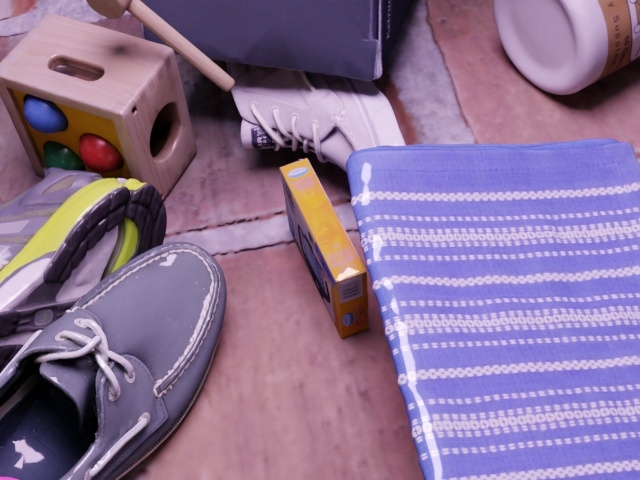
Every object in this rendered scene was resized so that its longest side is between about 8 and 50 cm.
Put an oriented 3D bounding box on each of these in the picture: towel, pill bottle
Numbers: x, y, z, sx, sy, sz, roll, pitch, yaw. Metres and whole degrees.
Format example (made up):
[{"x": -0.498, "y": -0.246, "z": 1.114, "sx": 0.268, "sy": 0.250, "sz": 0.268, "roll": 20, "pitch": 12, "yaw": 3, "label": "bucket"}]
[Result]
[{"x": 0.162, "y": 0.060, "z": 0.636, "sx": 0.243, "sy": 0.040, "sz": 0.336, "roll": -2, "pitch": 53, "yaw": -16, "label": "towel"}, {"x": 0.286, "y": -0.239, "z": 0.874, "sx": 0.229, "sy": 0.131, "sz": 0.131, "roll": -30, "pitch": 57, "yaw": -17, "label": "pill bottle"}]

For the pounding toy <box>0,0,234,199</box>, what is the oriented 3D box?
[{"x": -0.168, "y": -0.119, "z": 0.769, "sx": 0.181, "sy": 0.206, "sz": 0.094, "roll": 19, "pitch": 57, "yaw": 17, "label": "pounding toy"}]

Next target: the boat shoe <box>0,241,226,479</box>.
[{"x": -0.159, "y": 0.110, "z": 0.639, "sx": 0.116, "sy": 0.099, "sz": 0.319, "roll": 39, "pitch": 58, "yaw": 0, "label": "boat shoe"}]

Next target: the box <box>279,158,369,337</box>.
[{"x": 0.000, "y": 0.000, "z": 0.747, "sx": 0.028, "sy": 0.081, "sz": 0.136, "roll": -21, "pitch": 54, "yaw": -11, "label": "box"}]

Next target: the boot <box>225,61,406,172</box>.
[{"x": -0.006, "y": -0.094, "z": 0.823, "sx": 0.123, "sy": 0.095, "sz": 0.258, "roll": -20, "pitch": 46, "yaw": -3, "label": "boot"}]

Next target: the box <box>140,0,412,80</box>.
[{"x": -0.003, "y": -0.370, "z": 0.838, "sx": 0.211, "sy": 0.294, "sz": 0.395, "roll": 9, "pitch": 39, "yaw": 11, "label": "box"}]

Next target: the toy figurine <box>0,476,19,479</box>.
[{"x": -0.136, "y": 0.187, "z": 0.430, "sx": 0.130, "sy": 0.159, "sz": 0.173, "roll": -30, "pitch": 23, "yaw": -25, "label": "toy figurine"}]

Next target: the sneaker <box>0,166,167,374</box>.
[{"x": -0.256, "y": 0.052, "z": 0.727, "sx": 0.121, "sy": 0.111, "sz": 0.300, "roll": 22, "pitch": 54, "yaw": 37, "label": "sneaker"}]
